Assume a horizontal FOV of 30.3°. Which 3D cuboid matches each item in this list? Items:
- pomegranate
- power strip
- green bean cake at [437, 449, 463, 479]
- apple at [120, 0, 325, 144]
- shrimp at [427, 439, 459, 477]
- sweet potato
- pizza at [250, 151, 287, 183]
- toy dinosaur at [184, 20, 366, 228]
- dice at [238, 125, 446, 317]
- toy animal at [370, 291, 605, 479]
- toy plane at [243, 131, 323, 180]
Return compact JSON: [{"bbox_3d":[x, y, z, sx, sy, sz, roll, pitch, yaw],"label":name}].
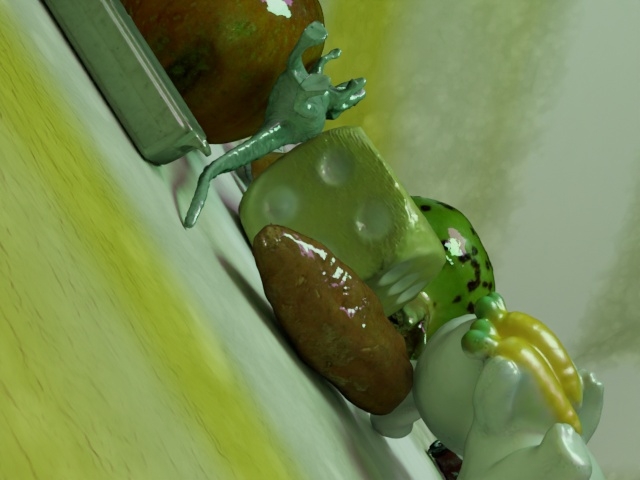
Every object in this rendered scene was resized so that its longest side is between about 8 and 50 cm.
[{"bbox_3d":[0.115,0.085,1.540,0.231,0.231,0.286,53,35,-33],"label":"pomegranate"},{"bbox_3d":[-0.184,-0.176,1.012,0.272,0.052,0.078,58,5,3],"label":"power strip"},{"bbox_3d":[0.217,0.335,1.612,0.135,0.056,0.136,59,5,15],"label":"green bean cake"},{"bbox_3d":[-0.111,-0.210,1.234,0.237,0.207,0.237,37,12,-9],"label":"apple"},{"bbox_3d":[0.206,0.318,1.506,0.174,0.076,0.082,57,11,24],"label":"shrimp"},{"bbox_3d":[0.011,0.069,1.095,0.251,0.097,0.097,55,5,-35],"label":"sweet potato"},{"bbox_3d":[0.000,-0.014,1.406,0.246,0.127,0.058,42,-3,20],"label":"pizza"},{"bbox_3d":[-0.031,-0.132,1.106,0.076,0.129,0.383,30,28,16],"label":"toy dinosaur"},{"bbox_3d":[0.025,-0.006,1.273,0.169,0.166,0.169,58,6,20],"label":"dice"},{"bbox_3d":[0.172,0.186,1.121,0.183,0.247,0.310,5,35,-26],"label":"toy animal"},{"bbox_3d":[-0.083,-0.121,1.590,0.182,0.107,0.273,9,3,-21],"label":"toy plane"}]
